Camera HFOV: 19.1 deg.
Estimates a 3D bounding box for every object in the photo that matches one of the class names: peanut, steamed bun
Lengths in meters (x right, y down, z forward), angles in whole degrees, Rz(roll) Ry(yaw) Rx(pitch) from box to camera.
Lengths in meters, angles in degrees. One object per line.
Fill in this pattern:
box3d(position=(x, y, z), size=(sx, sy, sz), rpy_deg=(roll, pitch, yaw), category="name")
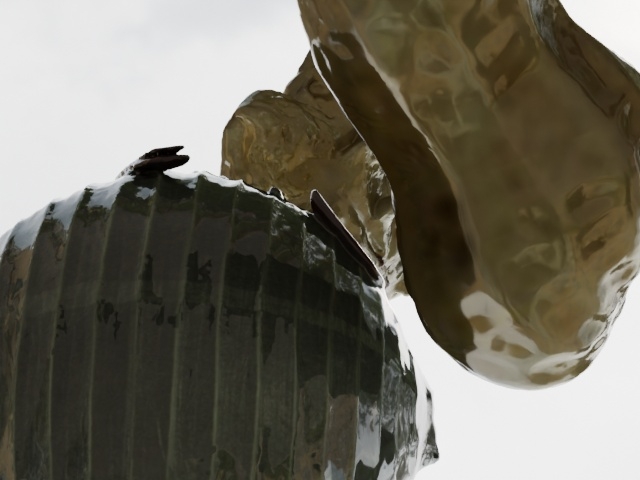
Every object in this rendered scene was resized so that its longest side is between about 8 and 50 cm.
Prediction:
box3d(position=(0.067, -0.061, 0.757), size=(0.125, 0.274, 0.111), rpy_deg=(-10, -150, 23), category="peanut")
box3d(position=(0.000, 0.000, 1.411), size=(0.137, 0.295, 0.292), rpy_deg=(33, -163, 23), category="steamed bun")

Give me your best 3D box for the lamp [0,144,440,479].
box3d(position=(-0.061, 0.081, 0.864), size=(0.233, 0.265, 0.233), rpy_deg=(2, -116, -4), category="lamp")
